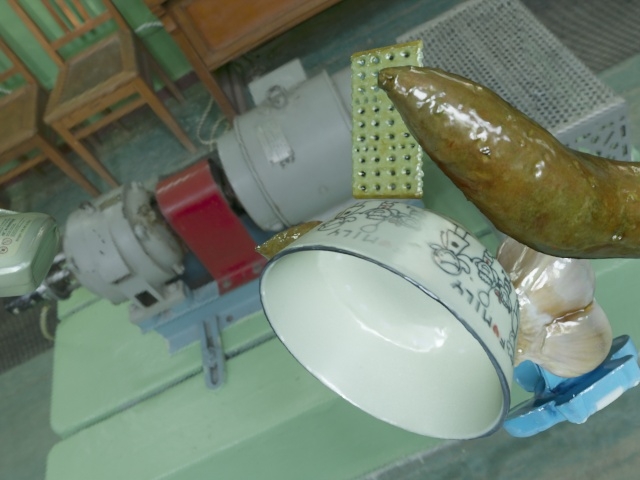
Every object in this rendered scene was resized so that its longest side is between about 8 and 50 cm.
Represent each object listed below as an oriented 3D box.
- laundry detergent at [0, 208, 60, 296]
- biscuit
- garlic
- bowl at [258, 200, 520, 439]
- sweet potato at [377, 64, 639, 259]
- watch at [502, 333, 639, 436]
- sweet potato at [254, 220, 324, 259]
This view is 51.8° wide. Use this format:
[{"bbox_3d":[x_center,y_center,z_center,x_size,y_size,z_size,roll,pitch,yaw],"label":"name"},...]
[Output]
[{"bbox_3d":[-0.585,0.006,1.102,0.253,0.091,0.181,7,44,-2],"label":"laundry detergent"},{"bbox_3d":[0.097,-0.177,1.000,0.139,0.016,0.231,3,94,41],"label":"biscuit"},{"bbox_3d":[0.245,0.070,0.715,0.124,0.174,0.099,-27,15,26],"label":"garlic"},{"bbox_3d":[0.073,0.056,0.589,0.237,0.238,0.126,9,47,34],"label":"bowl"},{"bbox_3d":[0.195,-0.034,0.441,0.346,0.108,0.079,9,54,-6],"label":"sweet potato"},{"bbox_3d":[0.292,0.131,0.867,0.211,0.211,0.193,-35,77,0],"label":"watch"},{"bbox_3d":[0.002,0.001,1.102,0.269,0.075,0.075,-15,48,21],"label":"sweet potato"}]
